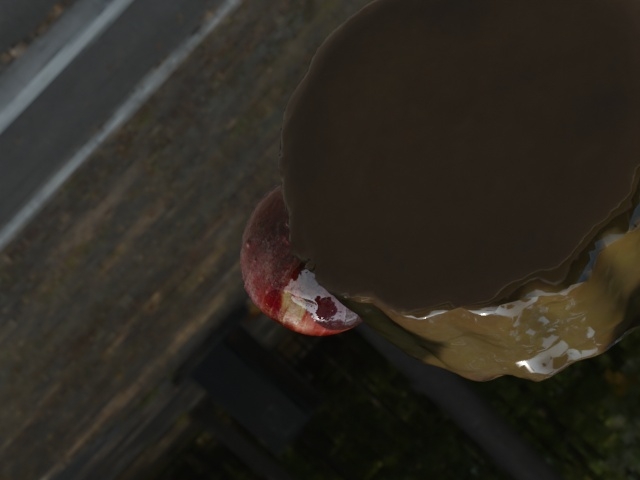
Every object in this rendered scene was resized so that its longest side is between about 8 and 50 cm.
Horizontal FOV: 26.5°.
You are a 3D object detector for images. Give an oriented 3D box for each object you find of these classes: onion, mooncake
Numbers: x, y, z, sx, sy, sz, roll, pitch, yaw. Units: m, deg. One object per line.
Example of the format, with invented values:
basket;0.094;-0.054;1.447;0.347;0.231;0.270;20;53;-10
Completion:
onion;0.000;0.000;1.305;0.159;0.159;0.195;-46;164;-26
mooncake;0.135;-0.052;1.054;0.324;0.324;0.187;-47;144;-1
